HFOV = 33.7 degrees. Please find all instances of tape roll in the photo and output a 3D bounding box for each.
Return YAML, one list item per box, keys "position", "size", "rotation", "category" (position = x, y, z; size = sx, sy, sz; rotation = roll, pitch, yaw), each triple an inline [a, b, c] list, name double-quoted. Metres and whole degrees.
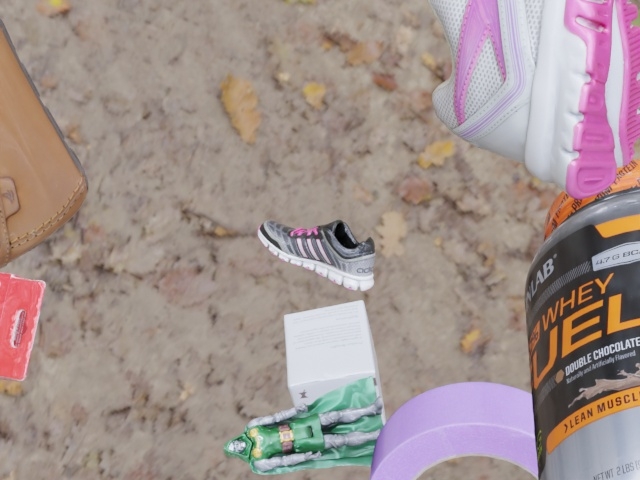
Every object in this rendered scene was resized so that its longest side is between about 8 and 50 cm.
- position: [0.196, 0.313, 1.309]
  size: [0.274, 0.275, 0.090]
  rotation: [29, 27, -7]
  category: "tape roll"

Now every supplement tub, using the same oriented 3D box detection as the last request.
- position: [0.271, 0.107, 0.838]
  size: [0.207, 0.207, 0.338]
  rotation: [18, 45, -13]
  category: "supplement tub"

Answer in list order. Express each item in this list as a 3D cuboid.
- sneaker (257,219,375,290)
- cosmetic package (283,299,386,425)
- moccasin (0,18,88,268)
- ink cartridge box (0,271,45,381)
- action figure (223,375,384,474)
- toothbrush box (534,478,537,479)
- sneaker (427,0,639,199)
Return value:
- position: [0.000, 0.000, 1.362]
  size: [0.170, 0.075, 0.063]
  rotation: [24, 20, 20]
  category: "sneaker"
- position: [0.025, 0.230, 1.865]
  size: [0.151, 0.151, 0.184]
  rotation: [-10, 39, 4]
  category: "cosmetic package"
- position: [-0.309, -0.141, 0.725]
  size: [0.147, 0.139, 0.380]
  rotation: [-48, 131, -37]
  category: "moccasin"
- position: [-0.449, 0.107, 1.367]
  size: [0.231, 0.078, 0.134]
  rotation: [7, 80, 18]
  category: "ink cartridge box"
- position: [-0.022, 0.274, 1.482]
  size: [0.232, 0.063, 0.137]
  rotation: [-11, 63, -8]
  category: "action figure"
- position: [0.441, 0.410, 1.829]
  size: [0.122, 0.283, 0.206]
  rotation: [17, 98, 17]
  category: "toothbrush box"
- position: [0.106, -0.152, 0.526]
  size: [0.103, 0.111, 0.252]
  rotation: [-4, 105, -53]
  category: "sneaker"
